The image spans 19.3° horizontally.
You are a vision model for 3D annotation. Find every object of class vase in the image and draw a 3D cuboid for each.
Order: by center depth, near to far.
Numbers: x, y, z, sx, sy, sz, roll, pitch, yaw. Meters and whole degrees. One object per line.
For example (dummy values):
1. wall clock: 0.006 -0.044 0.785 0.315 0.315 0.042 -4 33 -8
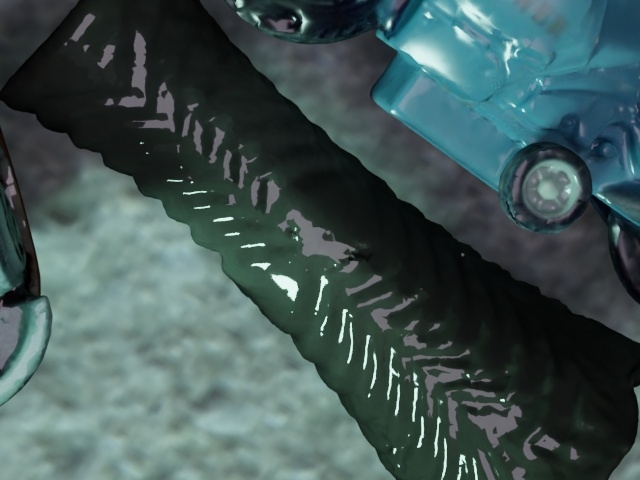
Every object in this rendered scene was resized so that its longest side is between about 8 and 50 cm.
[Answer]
1. vase: 0.000 0.000 0.666 0.237 0.115 0.115 44 94 -10

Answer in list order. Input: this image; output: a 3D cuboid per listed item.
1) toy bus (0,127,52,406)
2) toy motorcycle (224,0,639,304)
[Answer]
1. toy bus: -0.170 -0.068 0.618 0.121 0.120 0.265 -17 103 -3
2. toy motorcycle: 0.106 -0.092 0.650 0.272 0.123 0.182 35 96 -17
